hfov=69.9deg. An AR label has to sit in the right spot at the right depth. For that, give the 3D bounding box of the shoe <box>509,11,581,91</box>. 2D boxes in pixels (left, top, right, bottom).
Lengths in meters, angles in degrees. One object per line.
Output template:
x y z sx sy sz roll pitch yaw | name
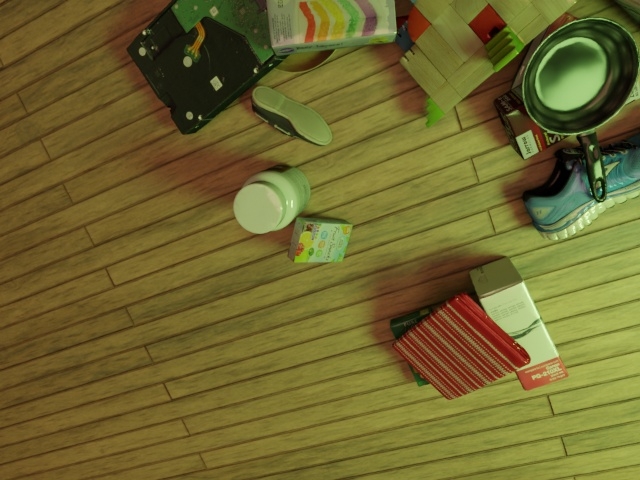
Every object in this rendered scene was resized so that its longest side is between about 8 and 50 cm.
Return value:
0.453 -0.367 0.917 0.081 0.063 0.178 25 104 9 | shoe

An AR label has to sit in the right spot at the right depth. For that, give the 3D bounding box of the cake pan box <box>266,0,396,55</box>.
0.015 -0.506 0.873 0.245 0.070 0.267 -4 97 2 | cake pan box

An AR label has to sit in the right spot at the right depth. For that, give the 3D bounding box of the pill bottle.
-0.106 -0.092 1.011 0.131 0.229 0.131 3 106 9 | pill bottle

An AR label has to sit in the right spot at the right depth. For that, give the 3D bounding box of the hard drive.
-0.243 -0.425 1.009 0.338 0.064 0.237 -31 96 26 | hard drive

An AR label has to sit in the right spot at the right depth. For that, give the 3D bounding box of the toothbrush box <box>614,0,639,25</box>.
0.659 -0.417 0.741 0.295 0.126 0.216 16 125 -30 | toothbrush box

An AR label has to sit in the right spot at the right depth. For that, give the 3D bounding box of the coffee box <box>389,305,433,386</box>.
0.260 0.265 1.143 0.113 0.040 0.184 -24 100 17 | coffee box

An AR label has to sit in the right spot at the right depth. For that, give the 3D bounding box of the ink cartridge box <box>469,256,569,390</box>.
0.432 0.176 1.017 0.100 0.172 0.237 -26 99 16 | ink cartridge box

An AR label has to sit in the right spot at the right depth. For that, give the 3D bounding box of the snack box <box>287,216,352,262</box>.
0.000 0.000 1.076 0.141 0.037 0.100 2 113 -36 | snack box

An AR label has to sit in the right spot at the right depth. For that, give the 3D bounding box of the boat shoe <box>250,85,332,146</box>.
-0.068 -0.276 1.054 0.206 0.075 0.065 31 152 -5 | boat shoe

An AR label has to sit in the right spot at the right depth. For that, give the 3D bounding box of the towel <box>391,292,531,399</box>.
0.299 0.243 1.014 0.199 0.031 0.275 44 139 7 | towel

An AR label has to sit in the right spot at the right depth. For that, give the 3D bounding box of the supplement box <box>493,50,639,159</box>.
0.484 -0.280 0.906 0.239 0.073 0.130 -30 128 18 | supplement box

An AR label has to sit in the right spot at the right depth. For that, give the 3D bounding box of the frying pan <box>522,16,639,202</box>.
0.503 -0.246 0.835 0.197 0.053 0.326 -40 108 20 | frying pan

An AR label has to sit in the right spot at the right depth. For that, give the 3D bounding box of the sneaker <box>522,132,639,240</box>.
0.565 -0.145 0.926 0.330 0.130 0.147 -39 98 18 | sneaker

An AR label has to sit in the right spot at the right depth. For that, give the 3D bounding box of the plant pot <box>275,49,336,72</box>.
-0.055 -0.488 0.996 0.236 0.032 0.237 3 105 10 | plant pot

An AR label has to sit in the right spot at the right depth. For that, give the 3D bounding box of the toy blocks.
0.264 -0.437 0.849 0.261 0.191 0.381 47 138 -4 | toy blocks
